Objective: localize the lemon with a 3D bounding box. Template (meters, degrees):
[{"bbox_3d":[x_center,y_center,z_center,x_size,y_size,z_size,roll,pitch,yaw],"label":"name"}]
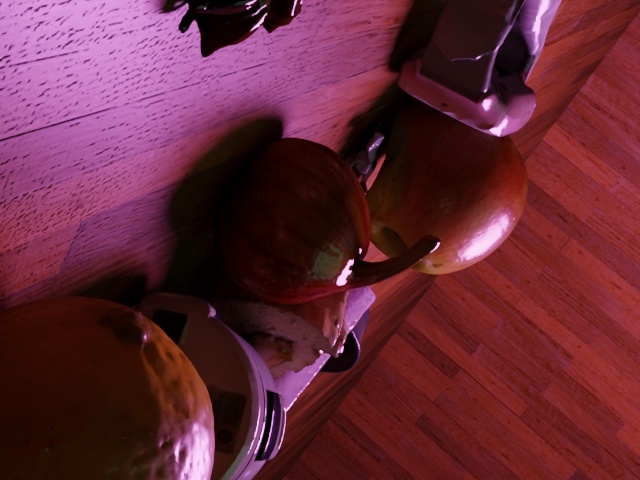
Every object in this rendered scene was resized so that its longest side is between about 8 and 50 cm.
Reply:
[{"bbox_3d":[-0.209,0.172,0.756,0.267,0.267,0.267,-46,168,-13],"label":"lemon"}]

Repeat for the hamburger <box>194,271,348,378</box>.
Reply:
[{"bbox_3d":[-0.044,0.073,1.166,0.155,0.135,0.208,-51,-163,-30],"label":"hamburger"}]

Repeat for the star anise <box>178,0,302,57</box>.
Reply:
[{"bbox_3d":[-0.035,-0.198,0.676,0.168,0.057,0.168,-45,168,-12],"label":"star anise"}]

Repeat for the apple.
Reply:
[{"bbox_3d":[0.158,-0.076,1.374,0.226,0.246,0.246,-47,168,-6],"label":"apple"}]

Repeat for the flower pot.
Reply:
[{"bbox_3d":[0.013,0.134,1.673,0.107,0.157,0.157,-55,175,-42],"label":"flower pot"}]

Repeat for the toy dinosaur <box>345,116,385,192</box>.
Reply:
[{"bbox_3d":[0.064,-0.119,1.320,0.106,0.044,0.187,-65,171,20],"label":"toy dinosaur"}]

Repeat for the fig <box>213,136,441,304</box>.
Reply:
[{"bbox_3d":[-0.007,0.003,1.037,0.175,0.207,0.175,-51,175,-6],"label":"fig"}]

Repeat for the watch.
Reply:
[{"bbox_3d":[0.212,-0.266,1.185,0.241,0.162,0.253,-67,165,19],"label":"watch"}]

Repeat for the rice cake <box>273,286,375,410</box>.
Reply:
[{"bbox_3d":[-0.028,0.167,1.441,0.064,0.070,0.399,-39,-174,44],"label":"rice cake"}]

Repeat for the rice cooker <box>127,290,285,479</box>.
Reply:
[{"bbox_3d":[-0.153,0.175,1.031,0.226,0.226,0.244,-48,165,-6],"label":"rice cooker"}]
